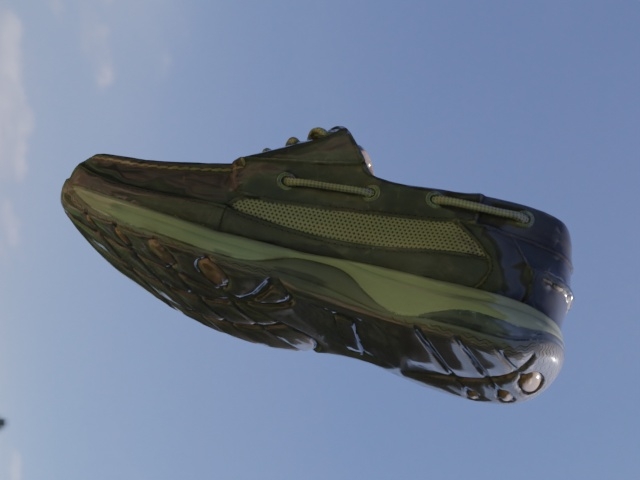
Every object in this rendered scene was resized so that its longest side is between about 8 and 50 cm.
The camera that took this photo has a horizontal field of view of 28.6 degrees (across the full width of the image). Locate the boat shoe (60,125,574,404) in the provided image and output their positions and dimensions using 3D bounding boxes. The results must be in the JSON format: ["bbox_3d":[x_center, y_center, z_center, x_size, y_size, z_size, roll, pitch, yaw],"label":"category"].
[{"bbox_3d":[0.000,0.000,0.844,0.132,0.356,0.130,81,30,-60],"label":"boat shoe"}]
